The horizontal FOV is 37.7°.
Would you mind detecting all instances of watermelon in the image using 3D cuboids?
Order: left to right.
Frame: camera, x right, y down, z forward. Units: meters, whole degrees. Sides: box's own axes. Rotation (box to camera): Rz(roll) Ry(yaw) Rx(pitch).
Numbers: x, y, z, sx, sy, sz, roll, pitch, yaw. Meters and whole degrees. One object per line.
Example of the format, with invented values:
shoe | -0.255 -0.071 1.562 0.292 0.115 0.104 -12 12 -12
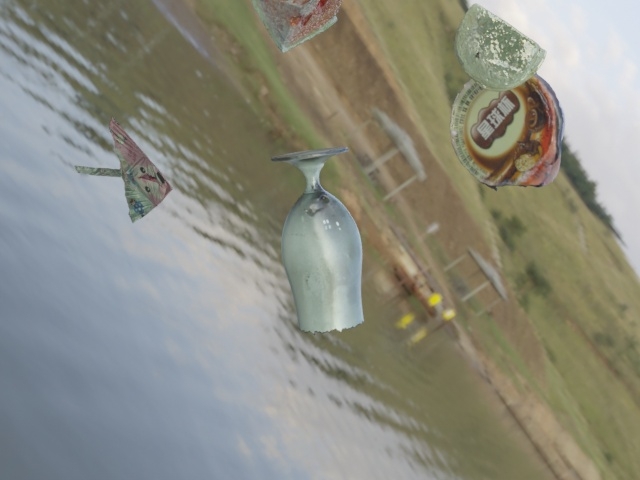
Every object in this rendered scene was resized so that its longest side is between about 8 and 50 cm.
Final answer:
watermelon | -0.012 -0.292 1.160 0.158 0.098 0.121 19 -29 41

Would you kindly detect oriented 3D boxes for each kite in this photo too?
kite | -0.225 -0.078 1.055 0.153 0.005 0.137 17 -52 27

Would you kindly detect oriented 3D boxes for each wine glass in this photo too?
wine glass | 0.000 0.000 1.057 0.093 0.093 0.202 -87 168 -81

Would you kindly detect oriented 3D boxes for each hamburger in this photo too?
hamburger | 0.223 -0.239 1.204 0.121 0.084 0.054 30 11 -6

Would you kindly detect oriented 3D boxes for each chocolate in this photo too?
chocolate | 0.341 -0.191 1.565 0.147 0.221 0.221 -9 57 -45
